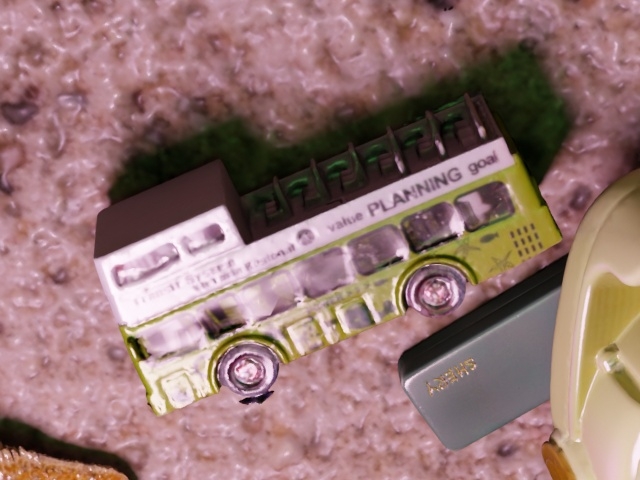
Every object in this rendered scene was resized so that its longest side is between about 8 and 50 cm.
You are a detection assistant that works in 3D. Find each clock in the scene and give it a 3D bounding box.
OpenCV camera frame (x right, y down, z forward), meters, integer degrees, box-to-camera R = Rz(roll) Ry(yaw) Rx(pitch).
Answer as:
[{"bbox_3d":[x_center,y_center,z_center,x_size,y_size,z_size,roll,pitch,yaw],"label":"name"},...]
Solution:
[{"bbox_3d":[0.301,0.114,1.279,0.286,0.117,0.348,-2,117,-18],"label":"clock"}]

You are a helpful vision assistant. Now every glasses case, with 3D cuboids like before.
[{"bbox_3d":[0.150,0.075,1.323,0.184,0.039,0.078,-31,113,11],"label":"glasses case"}]

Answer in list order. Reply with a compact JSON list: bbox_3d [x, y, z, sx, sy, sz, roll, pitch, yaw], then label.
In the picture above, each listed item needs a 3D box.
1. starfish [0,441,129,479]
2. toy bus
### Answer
[{"bbox_3d":[-0.292,0.198,1.346,0.302,0.060,0.299,18,110,-12],"label":"starfish"},{"bbox_3d":[0.000,0.000,1.246,0.302,0.113,0.139,-23,114,4],"label":"toy bus"}]
